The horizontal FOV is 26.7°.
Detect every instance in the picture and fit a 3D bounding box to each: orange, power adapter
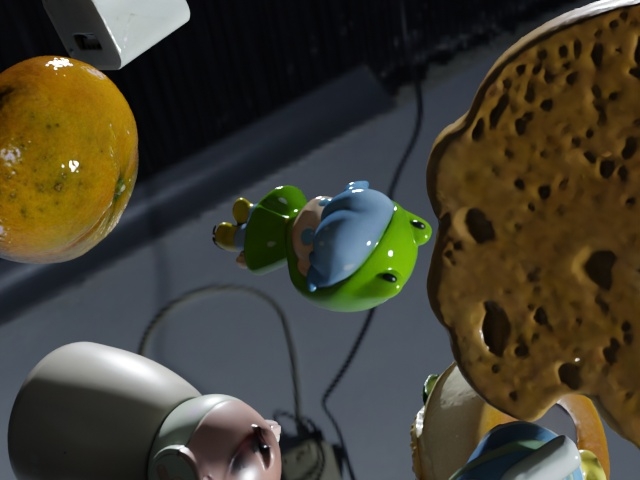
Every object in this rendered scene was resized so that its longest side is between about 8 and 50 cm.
[{"bbox_3d":[-0.291,-0.081,1.453,0.171,0.240,0.240,22,54,14],"label":"orange"},{"bbox_3d":[-0.251,-0.334,1.831,0.205,0.125,0.130,-40,30,-30],"label":"power adapter"}]

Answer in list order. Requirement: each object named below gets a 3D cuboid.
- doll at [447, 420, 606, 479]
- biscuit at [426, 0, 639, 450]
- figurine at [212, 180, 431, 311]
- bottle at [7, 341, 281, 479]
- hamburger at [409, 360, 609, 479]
[{"bbox_3d":[0.107,0.189,0.911,0.135,0.099,0.241,-6,9,34],"label":"doll"},{"bbox_3d":[0.225,0.001,0.937,0.312,0.351,0.057,4,17,18],"label":"biscuit"},{"bbox_3d":[0.000,0.000,1.624,0.263,0.143,0.162,10,49,32],"label":"figurine"},{"bbox_3d":[-0.136,0.178,1.149,0.236,0.148,0.147,10,49,32],"label":"bottle"},{"bbox_3d":[0.197,0.222,1.390,0.236,0.147,0.237,13,65,-29],"label":"hamburger"}]
